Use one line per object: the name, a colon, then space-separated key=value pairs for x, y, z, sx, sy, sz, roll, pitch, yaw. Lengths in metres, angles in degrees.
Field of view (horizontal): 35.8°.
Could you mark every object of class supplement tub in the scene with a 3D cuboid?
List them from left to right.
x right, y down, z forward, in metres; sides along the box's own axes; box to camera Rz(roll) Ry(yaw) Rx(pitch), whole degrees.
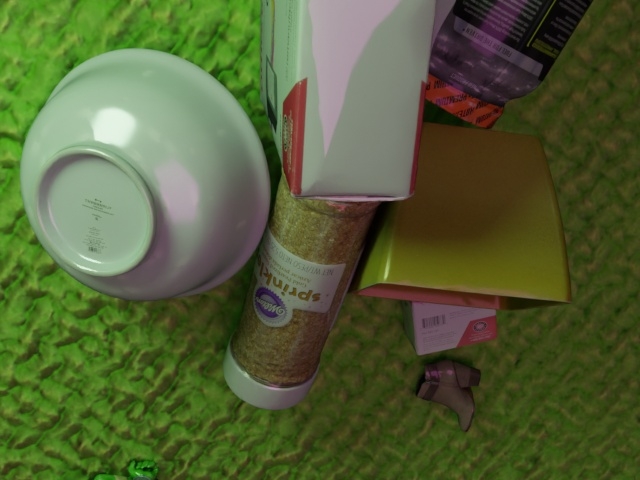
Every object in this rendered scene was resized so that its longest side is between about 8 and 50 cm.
supplement tub: x=0.206 y=-0.295 z=1.086 sx=0.193 sy=0.193 sz=0.316 roll=24 pitch=107 yaw=-22

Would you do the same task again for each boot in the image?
boot: x=0.178 y=0.220 z=1.414 sx=0.087 sy=0.042 sz=0.118 roll=3 pitch=113 yaw=-7

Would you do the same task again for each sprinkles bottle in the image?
sprinkles bottle: x=-0.026 y=0.049 z=1.183 sx=0.121 sy=0.121 sz=0.355 roll=6 pitch=131 yaw=-15

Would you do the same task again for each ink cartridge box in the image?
ink cartridge box: x=0.014 y=-0.200 z=1.024 sx=0.131 sy=0.306 sz=0.226 roll=-2 pitch=115 yaw=-11
ink cartridge box: x=0.165 y=0.043 z=1.307 sx=0.115 sy=0.067 sz=0.198 roll=-11 pitch=117 yaw=-7

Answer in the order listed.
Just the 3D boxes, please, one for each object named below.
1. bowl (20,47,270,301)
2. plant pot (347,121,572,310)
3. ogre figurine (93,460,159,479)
bowl: x=-0.214 y=-0.050 z=1.072 sx=0.297 sy=0.134 sz=0.298 roll=7 pitch=112 yaw=17
plant pot: x=0.158 y=-0.025 z=1.143 sx=0.212 sy=0.212 sz=0.187 roll=6 pitch=83 yaw=-7
ogre figurine: x=-0.313 y=0.371 z=1.328 sx=0.197 sy=0.118 sz=0.097 roll=-3 pitch=116 yaw=-11
